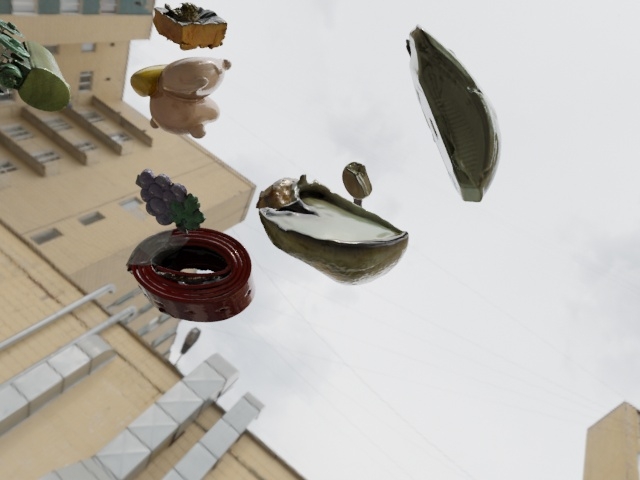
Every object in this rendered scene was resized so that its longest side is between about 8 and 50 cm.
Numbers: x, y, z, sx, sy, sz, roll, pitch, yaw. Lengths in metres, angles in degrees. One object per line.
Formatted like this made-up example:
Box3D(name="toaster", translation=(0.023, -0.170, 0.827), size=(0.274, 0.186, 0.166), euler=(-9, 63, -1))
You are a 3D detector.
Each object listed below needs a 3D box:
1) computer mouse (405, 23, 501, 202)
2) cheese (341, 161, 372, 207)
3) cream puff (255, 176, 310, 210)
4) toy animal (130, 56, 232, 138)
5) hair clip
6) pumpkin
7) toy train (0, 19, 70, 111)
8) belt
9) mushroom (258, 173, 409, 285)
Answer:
Box3D(name="computer mouse", translation=(0.323, -0.300, 1.122), size=(0.145, 0.228, 0.429), euler=(-22, -88, 14))
Box3D(name="cheese", translation=(0.110, -0.145, 1.375), size=(0.092, 0.047, 0.171), euler=(26, -37, 49))
Box3D(name="cream puff", translation=(-0.094, -0.094, 1.587), size=(0.240, 0.240, 0.164), euler=(50, -40, 2))
Box3D(name="toy animal", translation=(-0.415, -0.461, 1.575), size=(0.345, 0.277, 0.247), euler=(3, -69, 32))
Box3D(name="hair clip", translation=(-0.355, -0.091, 1.142), size=(0.195, 0.052, 0.124), euler=(33, -58, 5))
Box3D(name="pumpkin", translation=(-0.181, -0.304, 0.672), size=(0.083, 0.074, 0.054), euler=(39, -42, 31))
Box3D(name="toy train", translation=(-0.667, -0.376, 1.072), size=(0.126, 0.189, 0.307), euler=(-46, -134, 1))
Box3D(name="belt", translation=(-0.326, 0.082, 1.229), size=(0.324, 0.227, 0.115), euler=(12, -37, 7))
Box3D(name="mushroom", translation=(-0.002, 0.006, 1.017), size=(0.292, 0.217, 0.212), euler=(43, -42, 25))
